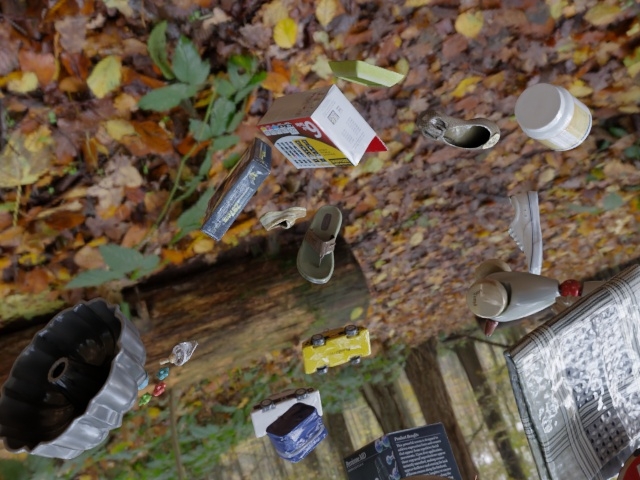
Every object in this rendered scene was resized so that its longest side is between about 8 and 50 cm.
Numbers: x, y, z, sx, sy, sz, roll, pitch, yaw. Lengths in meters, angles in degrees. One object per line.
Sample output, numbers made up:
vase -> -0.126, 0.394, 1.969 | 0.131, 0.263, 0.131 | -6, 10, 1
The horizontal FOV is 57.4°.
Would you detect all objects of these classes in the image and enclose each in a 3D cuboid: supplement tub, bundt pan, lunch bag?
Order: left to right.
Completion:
bundt pan -> -0.484, 0.285, 1.183 | 0.330, 0.331, 0.124 | -24, 134, 18
lunch bag -> -0.037, 0.332, 1.015 | 0.098, 0.065, 0.067 | -32, -163, -33
supplement tub -> 0.617, -0.328, 1.555 | 0.144, 0.145, 0.199 | -30, 153, 36

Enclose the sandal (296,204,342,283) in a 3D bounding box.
sandal -> -0.001, -0.001, 1.871 | 0.120, 0.303, 0.086 | 12, 149, -1

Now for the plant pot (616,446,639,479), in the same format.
plant pot -> 0.566, 0.414, 0.894 | 0.191, 0.174, 0.191 | -56, 179, -2

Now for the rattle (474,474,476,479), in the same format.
rattle -> 0.363, 0.634, 1.359 | 0.142, 0.200, 0.130 | 12, 126, -28

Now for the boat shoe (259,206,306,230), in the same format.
boat shoe -> -0.091, -0.052, 1.482 | 0.135, 0.045, 0.050 | -14, 164, -33

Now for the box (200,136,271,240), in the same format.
box -> -0.211, -0.133, 1.484 | 0.233, 0.059, 0.183 | -51, -161, 19

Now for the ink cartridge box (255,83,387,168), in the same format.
ink cartridge box -> 0.003, -0.307, 1.748 | 0.272, 0.130, 0.309 | 43, 161, -29

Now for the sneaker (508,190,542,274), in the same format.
sneaker -> 0.607, -0.020, 1.739 | 0.091, 0.258, 0.094 | -6, 160, 21

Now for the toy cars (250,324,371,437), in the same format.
toy cars -> -0.032, 0.357, 1.540 | 0.394, 0.176, 0.087 | -52, -154, 1

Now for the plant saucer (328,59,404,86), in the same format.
plant saucer -> 0.141, -0.532, 1.882 | 0.188, 0.045, 0.188 | 7, -171, -31

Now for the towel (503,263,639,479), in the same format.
towel -> 0.463, 0.248, 0.962 | 0.312, 0.325, 0.056 | -27, -164, -20

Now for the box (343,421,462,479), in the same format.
box -> 0.267, 0.782, 1.720 | 0.211, 0.396, 0.293 | 0, 148, -29

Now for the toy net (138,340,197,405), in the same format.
toy net -> -0.461, 0.374, 1.724 | 0.232, 0.122, 0.045 | -40, 126, -8

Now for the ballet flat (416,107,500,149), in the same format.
ballet flat -> 0.304, -0.227, 1.247 | 0.249, 0.058, 0.084 | 5, 131, -40

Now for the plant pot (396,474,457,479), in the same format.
plant pot -> 0.191, 0.566, 1.062 | 0.322, 0.324, 0.280 | -20, 172, 3

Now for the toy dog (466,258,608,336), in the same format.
toy dog -> 0.464, 0.151, 1.244 | 0.220, 0.161, 0.333 | -20, -155, -38
